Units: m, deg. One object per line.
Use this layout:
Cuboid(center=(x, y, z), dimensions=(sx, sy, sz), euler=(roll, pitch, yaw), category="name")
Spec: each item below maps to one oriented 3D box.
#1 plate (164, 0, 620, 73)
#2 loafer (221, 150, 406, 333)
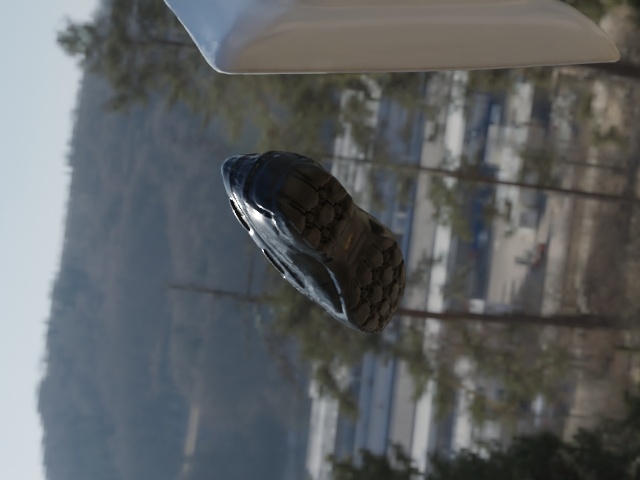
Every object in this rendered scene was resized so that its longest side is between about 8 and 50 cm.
Cuboid(center=(0.038, -0.175, 0.978), dimensions=(0.277, 0.278, 0.045), euler=(-123, 32, -65), category="plate")
Cuboid(center=(0.000, 0.000, 0.986), dimensions=(0.076, 0.078, 0.223), euler=(-59, -35, -13), category="loafer")
